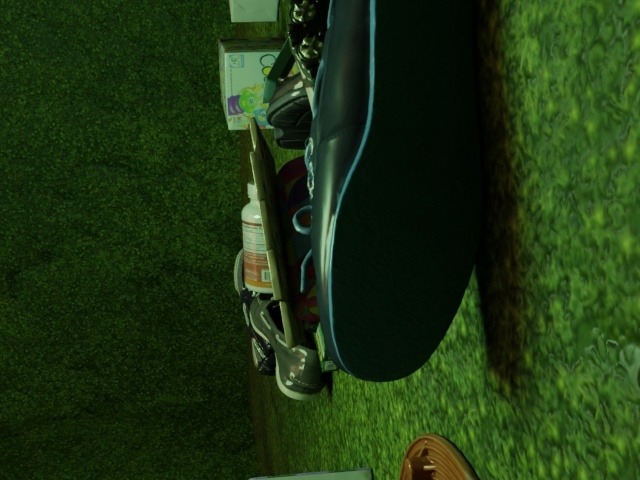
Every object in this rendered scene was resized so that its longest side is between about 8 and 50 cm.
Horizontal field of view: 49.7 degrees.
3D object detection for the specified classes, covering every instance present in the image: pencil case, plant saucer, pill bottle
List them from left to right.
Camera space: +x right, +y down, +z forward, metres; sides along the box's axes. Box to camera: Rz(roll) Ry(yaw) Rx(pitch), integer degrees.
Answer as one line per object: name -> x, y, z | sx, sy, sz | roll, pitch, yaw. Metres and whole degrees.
pill bottle -> -0.097, -0.011, 1.391 | 0.121, 0.121, 0.216 | -129, 37, -73
plant saucer -> -0.037, -0.286, 1.002 | 0.067, 0.018, 0.192 | 113, 180, -67
pencil case -> 0.000, 0.000, 0.917 | 0.104, 0.105, 0.236 | 103, 161, -59

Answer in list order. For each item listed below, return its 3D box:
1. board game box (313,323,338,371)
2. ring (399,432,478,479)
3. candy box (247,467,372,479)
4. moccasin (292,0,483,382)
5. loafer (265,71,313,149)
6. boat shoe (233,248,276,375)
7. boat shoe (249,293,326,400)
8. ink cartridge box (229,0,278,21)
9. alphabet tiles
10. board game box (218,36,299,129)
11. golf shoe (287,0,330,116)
board game box -> -0.004, 0.081, 1.166 | 0.259, 0.030, 0.136 | -106, 18, -51
ring -> 0.110, 0.343, 0.606 | 0.336, 0.032, 0.336 | 176, 90, -79
candy box -> -0.023, 0.369, 0.979 | 0.196, 0.165, 0.070 | 109, 157, -68
moccasin -> 0.054, -0.068, 0.533 | 0.117, 0.138, 0.341 | -179, 98, -67
loafer -> -0.023, -0.200, 0.965 | 0.302, 0.109, 0.095 | 144, 126, -82
boat shoe -> -0.125, 0.140, 1.665 | 0.158, 0.127, 0.340 | 117, 141, -59
boat shoe -> -0.053, 0.165, 1.294 | 0.335, 0.112, 0.095 | -124, 49, -60
ink cartridge box -> -0.157, -0.573, 1.571 | 0.061, 0.105, 0.181 | 99, 165, -50
alphabet tiles -> -0.054, 0.000, 0.938 | 0.342, 0.011, 0.285 | 70, -169, -83
board game box -> -0.123, -0.316, 1.362 | 0.275, 0.142, 0.144 | -118, 26, -67
golf shoe -> 0.023, -0.160, 0.722 | 0.120, 0.105, 0.272 | 95, 169, -74
